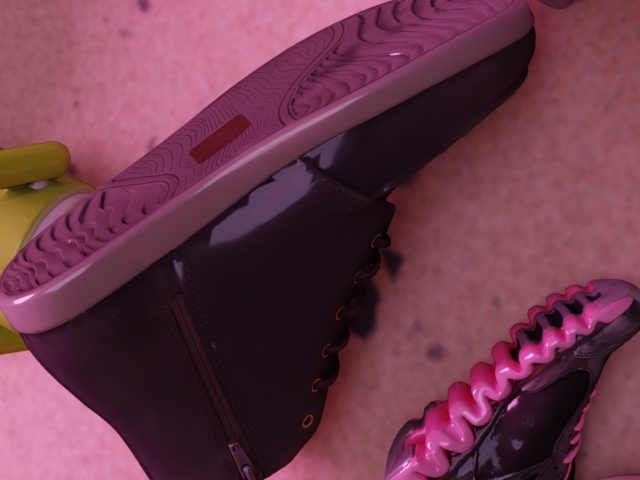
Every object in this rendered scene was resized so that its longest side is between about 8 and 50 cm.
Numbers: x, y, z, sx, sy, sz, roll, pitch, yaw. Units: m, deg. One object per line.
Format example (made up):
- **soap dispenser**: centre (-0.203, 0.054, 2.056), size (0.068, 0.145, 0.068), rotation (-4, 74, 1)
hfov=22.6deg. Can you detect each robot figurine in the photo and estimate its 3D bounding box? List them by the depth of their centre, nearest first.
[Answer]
- **robot figurine**: centre (-0.123, 0.001, 0.654), size (0.115, 0.067, 0.101), rotation (24, 127, 19)

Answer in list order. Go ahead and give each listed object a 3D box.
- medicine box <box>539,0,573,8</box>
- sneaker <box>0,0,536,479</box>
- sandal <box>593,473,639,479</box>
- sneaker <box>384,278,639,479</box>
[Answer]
- **medicine box**: centre (0.049, -0.273, 0.534), size (0.289, 0.149, 0.263), rotation (45, 106, 15)
- **sneaker**: centre (0.000, 0.000, 0.608), size (0.222, 0.083, 0.118), rotation (-33, 115, 2)
- **sandal**: centre (0.136, 0.230, 0.537), size (0.120, 0.086, 0.303), rotation (-26, 81, 21)
- **sneaker**: centre (0.080, 0.064, 0.588), size (0.057, 0.047, 0.119), rotation (44, 108, -6)
